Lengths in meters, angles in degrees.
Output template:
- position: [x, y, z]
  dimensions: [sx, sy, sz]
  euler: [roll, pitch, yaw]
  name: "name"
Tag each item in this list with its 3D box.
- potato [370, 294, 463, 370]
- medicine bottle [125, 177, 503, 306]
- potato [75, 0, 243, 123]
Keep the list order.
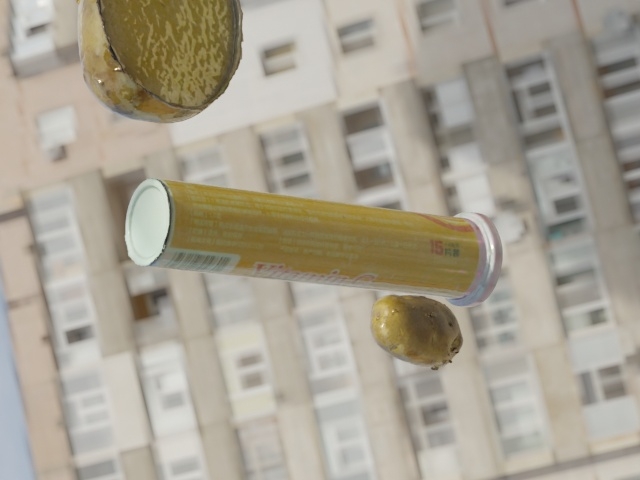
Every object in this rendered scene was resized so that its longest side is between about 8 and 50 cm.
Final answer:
- position: [0.067, 0.061, 1.297]
  dimensions: [0.083, 0.040, 0.051]
  euler: [17, -139, -47]
  name: "potato"
- position: [0.000, 0.000, 2.002]
  dimensions: [0.426, 0.108, 0.108]
  euler: [7, -117, -36]
  name: "medicine bottle"
- position: [-0.144, -0.178, 1.474]
  dimensions: [0.164, 0.081, 0.200]
  euler: [29, -131, -40]
  name: "potato"
